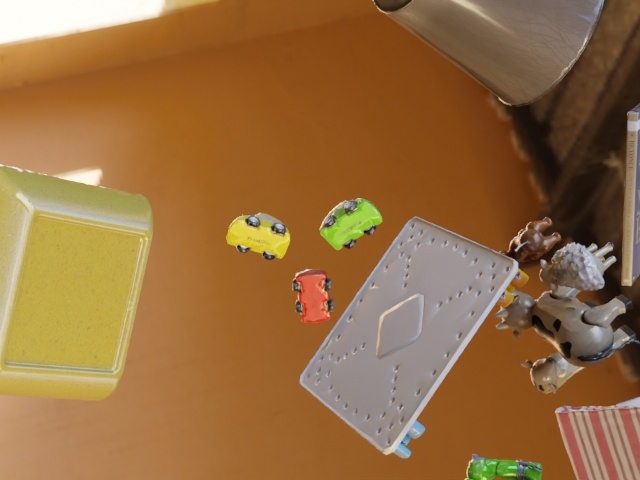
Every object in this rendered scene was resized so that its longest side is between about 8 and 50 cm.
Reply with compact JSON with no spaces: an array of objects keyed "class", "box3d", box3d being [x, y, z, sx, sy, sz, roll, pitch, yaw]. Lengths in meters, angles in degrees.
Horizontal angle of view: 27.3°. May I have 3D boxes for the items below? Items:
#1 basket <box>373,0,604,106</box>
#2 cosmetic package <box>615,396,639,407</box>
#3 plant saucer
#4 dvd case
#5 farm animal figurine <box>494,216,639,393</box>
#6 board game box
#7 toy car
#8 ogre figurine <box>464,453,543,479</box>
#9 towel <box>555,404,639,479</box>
[{"class":"basket","box3d":[0.185,-0.284,1.521,0.204,0.226,0.154,-57,-144,20]},{"class":"cosmetic package","box3d":[0.567,0.421,1.877,0.329,0.393,0.327,33,-68,31]},{"class":"plant saucer","box3d":[-0.380,0.078,1.943,0.081,0.332,0.333,12,-90,39]},{"class":"dvd case","box3d":[0.416,-0.068,1.707,0.164,0.018,0.221,-29,121,-63]},{"class":"farm animal figurine","box3d":[0.401,0.145,2.278,0.327,0.172,0.330,21,-44,65]},{"class":"board game box","box3d":[0.158,0.164,2.363,0.050,0.390,0.390,36,-3,-26]},{"class":"toy car","box3d":[0.000,0.000,2.080,0.239,0.225,0.053,47,22,-26]},{"class":"ogre figurine","box3d":[0.266,0.429,2.098,0.097,0.118,0.197,-64,179,-82]},{"class":"towel","box3d":[0.366,0.260,1.543,0.197,0.029,0.144,-14,-86,57]}]
